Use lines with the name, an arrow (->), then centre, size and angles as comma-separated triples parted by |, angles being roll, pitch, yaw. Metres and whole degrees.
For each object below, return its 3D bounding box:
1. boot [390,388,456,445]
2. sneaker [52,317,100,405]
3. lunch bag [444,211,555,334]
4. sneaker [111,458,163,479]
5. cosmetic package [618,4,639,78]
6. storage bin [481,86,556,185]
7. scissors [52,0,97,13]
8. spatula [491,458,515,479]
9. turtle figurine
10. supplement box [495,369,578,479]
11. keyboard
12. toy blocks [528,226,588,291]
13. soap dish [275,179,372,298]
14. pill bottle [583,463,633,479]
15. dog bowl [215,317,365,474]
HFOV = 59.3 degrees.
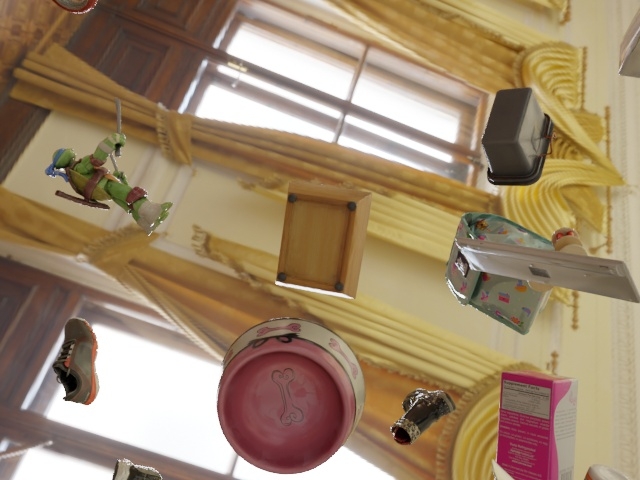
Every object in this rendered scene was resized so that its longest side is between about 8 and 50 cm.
boot -> 0.263, 0.512, 1.635 | 0.179, 0.085, 0.236 | -28, 177, -28
sneaker -> -0.416, 0.199, 0.947 | 0.061, 0.065, 0.158 | -34, -118, 20
lunch bag -> 0.437, 0.071, 1.390 | 0.160, 0.262, 0.223 | -40, 147, -36
sneaker -> -0.383, 0.561, 1.216 | 0.271, 0.108, 0.100 | 101, -3, -51
cosmetic package -> 0.551, -0.275, 0.769 | 0.117, 0.231, 0.085 | 87, 21, -59
storage bin -> 0.301, -0.163, 0.859 | 0.098, 0.091, 0.135 | 6, -116, 37
scissors -> -0.344, -0.341, 0.559 | 0.109, 0.297, 0.021 | -43, -152, 37
spatula -> 0.294, 0.406, 0.691 | 0.019, 0.242, 0.168 | -44, -178, 21
turtle figurine -> -0.444, -0.159, 1.285 | 0.198, 0.266, 0.274 | -44, -172, 33
supplement box -> 0.421, 0.371, 1.093 | 0.114, 0.111, 0.220 | 1, -97, 47
keyboard -> 0.289, 0.035, 0.751 | 0.014, 0.072, 0.256 | -53, -149, -16
toy blocks -> 0.462, 0.029, 1.122 | 0.123, 0.054, 0.148 | -43, -176, 24
soap dish -> 0.000, 0.000, 1.484 | 0.118, 0.229, 0.290 | -22, 121, -76
pill bottle -> 0.484, 0.476, 0.975 | 0.086, 0.086, 0.152 | -97, -158, -77
dog bowl -> -0.086, 0.417, 1.466 | 0.150, 0.408, 0.407 | -47, 158, -82
